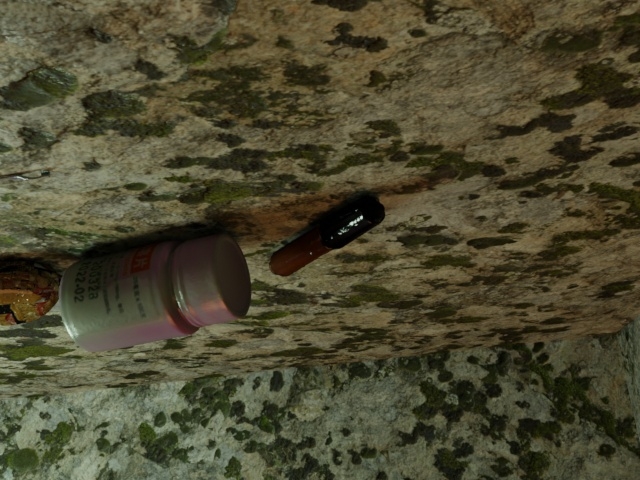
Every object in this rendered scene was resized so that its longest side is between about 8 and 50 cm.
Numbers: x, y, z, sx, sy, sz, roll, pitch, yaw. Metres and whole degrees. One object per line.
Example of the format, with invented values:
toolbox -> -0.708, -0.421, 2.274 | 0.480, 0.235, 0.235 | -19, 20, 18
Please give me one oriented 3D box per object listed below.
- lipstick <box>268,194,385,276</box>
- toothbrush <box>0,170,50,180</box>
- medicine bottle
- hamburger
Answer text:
lipstick -> 0.000, 0.000, 1.938 | 0.077, 0.077, 0.418 | 6, 158, -32
toothbrush -> -0.550, -0.112, 1.549 | 0.131, 0.013, 0.011 | -6, 150, 2
medicine bottle -> -0.368, 0.116, 1.934 | 0.388, 0.219, 0.219 | -12, 160, 18
hamburger -> -0.714, 0.120, 2.024 | 0.231, 0.107, 0.231 | -3, 153, -1
